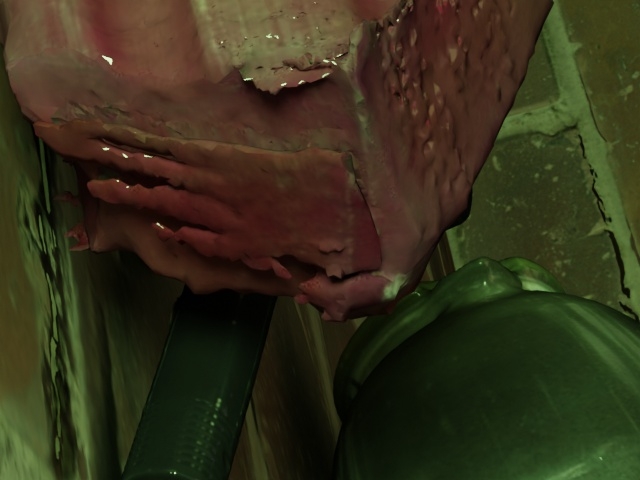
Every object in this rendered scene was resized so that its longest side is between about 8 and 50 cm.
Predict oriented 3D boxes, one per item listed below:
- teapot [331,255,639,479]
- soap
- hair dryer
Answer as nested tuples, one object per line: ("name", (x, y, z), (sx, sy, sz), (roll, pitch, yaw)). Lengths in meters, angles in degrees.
("teapot", (0.124, 0.152, 1.050), (0.239, 0.239, 0.321), (63, 3, 41))
("soap", (-0.021, -0.102, 0.644), (0.289, 0.182, 0.112), (-107, 178, -45))
("hair dryer", (-0.018, 0.027, 0.673), (0.255, 0.128, 0.070), (-80, 156, -51))
